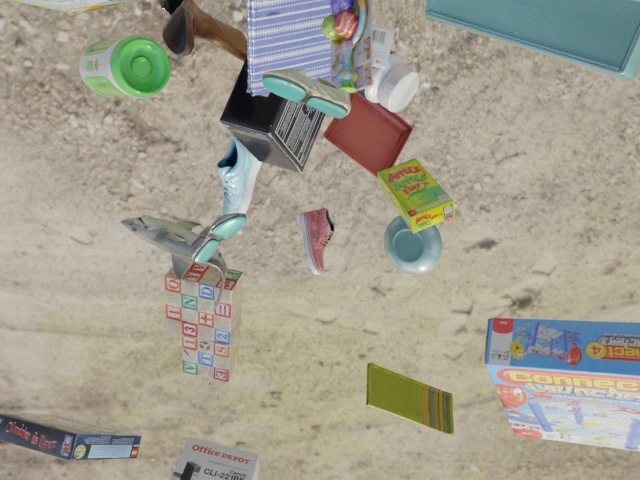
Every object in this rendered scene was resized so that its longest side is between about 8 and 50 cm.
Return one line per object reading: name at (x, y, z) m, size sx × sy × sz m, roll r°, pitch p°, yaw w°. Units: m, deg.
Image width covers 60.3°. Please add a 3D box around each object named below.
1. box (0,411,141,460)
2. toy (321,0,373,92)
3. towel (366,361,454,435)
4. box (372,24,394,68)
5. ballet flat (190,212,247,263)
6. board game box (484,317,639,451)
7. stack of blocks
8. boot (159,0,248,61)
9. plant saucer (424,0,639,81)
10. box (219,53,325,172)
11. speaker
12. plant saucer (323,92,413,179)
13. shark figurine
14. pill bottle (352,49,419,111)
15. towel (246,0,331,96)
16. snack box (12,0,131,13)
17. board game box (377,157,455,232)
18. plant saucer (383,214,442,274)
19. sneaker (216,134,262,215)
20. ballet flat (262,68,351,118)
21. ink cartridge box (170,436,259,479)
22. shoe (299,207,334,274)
box at (-0.476, 0.361, 1.021) m, size 0.232 × 0.044 × 0.159 m, roll 2°, pitch 163°, yaw 26°
toy at (0.042, -0.406, 1.064) m, size 0.056 × 0.136 × 0.238 m, roll -6°, pitch 95°, yaw -34°
towel at (0.201, 0.350, 1.218) m, size 0.237 × 0.102 × 0.021 m, roll 25°, pitch 134°, yaw -21°
box at (0.125, -0.515, 1.455) m, size 0.101 × 0.087 × 0.102 m, roll 3°, pitch 111°, yaw -19°
ballet flat at (-0.152, -0.014, 0.802) m, size 0.041 × 0.041 × 0.114 m, roll 38°, pitch 117°, yaw -23°
board game box at (0.455, 0.245, 0.907) m, size 0.308 × 0.086 × 0.302 m, roll -3°, pitch 141°, yaw 29°
stack of blocks at (-0.295, 0.206, 1.400) m, size 0.171 × 0.087 × 0.297 m, roll 11°, pitch 120°, yaw 7°
boot at (-0.309, -0.556, 1.541) m, size 0.096 × 0.264 × 0.280 m, roll -42°, pitch 142°, yaw 23°
plant saucer at (0.169, -0.189, 0.448) m, size 0.192 × 0.018 × 0.067 m, roll 30°, pitch 131°, yaw 28°
box at (-0.123, -0.406, 1.671) m, size 0.182 × 0.297 × 0.294 m, roll 18°, pitch 170°, yaw 21°
speaker at (-0.428, -0.372, 1.190) m, size 0.296 × 0.131 × 0.131 m, roll 21°, pitch 150°, yaw 51°
plant saucer at (0.157, -0.357, 1.853) m, size 0.258 × 0.259 × 0.047 m, roll 35°, pitch 156°, yaw -12°
shark figurine at (-0.265, 0.042, 1.129) m, size 0.278 × 0.166 × 0.116 m, roll 29°, pitch 106°, yaw 25°
pill bottle at (0.154, -0.526, 1.691) m, size 0.283 × 0.161 × 0.161 m, roll 42°, pitch 134°, yaw 23°
towel at (-0.053, -0.479, 1.226) m, size 0.243 × 0.040 × 0.336 m, roll -18°, pitch 151°, yaw -16°
snack box at (-0.149, -0.235, 0.426) m, size 0.206 × 0.174 × 0.070 m, roll -7°, pitch 106°, yaw 9°
board game box at (0.194, -0.097, 1.139) m, size 0.092 × 0.181 × 0.043 m, roll -22°, pitch 130°, yaw -3°
plant saucer at (0.276, 0.013, 1.700) m, size 0.194 × 0.037 × 0.195 m, roll 6°, pitch 101°, yaw 30°
sneaker at (-0.322, -0.233, 1.998) m, size 0.150 × 0.135 × 0.366 m, roll 3°, pitch 119°, yaw -36°
ballet flat at (-0.023, -0.258, 0.932) m, size 0.168 × 0.053 × 0.057 m, roll 19°, pitch 159°, yaw -28°
ink cartridge box at (-0.278, 0.646, 1.347) m, size 0.196 × 0.273 × 0.114 m, roll 12°, pitch 128°, yaw 4°
shoe at (0.000, 0.000, 1.510) m, size 0.081 × 0.178 × 0.063 m, roll -15°, pitch 171°, yaw 18°
